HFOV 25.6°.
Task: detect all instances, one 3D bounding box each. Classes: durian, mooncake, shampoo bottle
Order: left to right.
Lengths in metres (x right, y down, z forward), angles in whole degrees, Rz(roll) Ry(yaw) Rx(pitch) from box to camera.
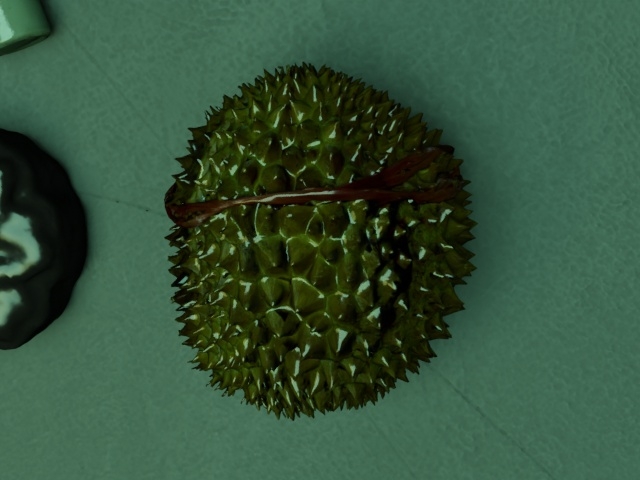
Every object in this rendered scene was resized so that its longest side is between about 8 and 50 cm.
[{"bbox_3d":[-0.416,0.000,1.616,0.283,0.141,0.283,1,100,8],"label":"mooncake"},{"bbox_3d":[-0.391,-0.342,1.592,0.085,0.085,0.262,-20,94,11],"label":"shampoo bottle"},{"bbox_3d":[-0.005,0.000,1.474,0.347,0.348,0.384,-4,128,9],"label":"durian"}]
